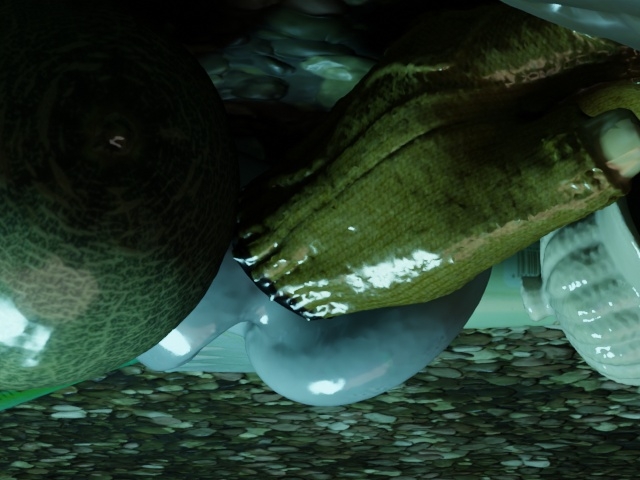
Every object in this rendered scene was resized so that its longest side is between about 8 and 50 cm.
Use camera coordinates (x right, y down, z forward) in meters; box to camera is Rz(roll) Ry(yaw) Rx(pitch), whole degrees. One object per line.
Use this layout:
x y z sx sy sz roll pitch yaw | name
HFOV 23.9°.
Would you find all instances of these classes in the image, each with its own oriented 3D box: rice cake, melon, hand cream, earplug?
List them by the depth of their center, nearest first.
-0.189 -0.029 0.955 0.248 0.248 0.329 14 162 -31 | melon
-0.032 0.014 1.140 0.325 0.214 0.175 5 137 13 | earplug
0.211 0.030 1.319 0.306 0.093 0.147 1 -163 -2 | hand cream
-0.081 0.107 1.613 0.198 0.037 0.189 0 160 2 | rice cake

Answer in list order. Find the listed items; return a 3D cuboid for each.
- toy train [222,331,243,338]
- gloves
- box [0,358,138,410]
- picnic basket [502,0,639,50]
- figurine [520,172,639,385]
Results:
-0.062 0.057 1.431 0.125 0.081 0.194 8 163 10 | toy train
0.101 -0.068 0.935 0.356 0.155 0.203 -22 -164 20 | gloves
-0.342 0.077 1.379 0.336 0.106 0.264 -19 155 10 | box
0.115 -0.231 0.439 0.337 0.337 0.293 -2 166 8 | picnic basket
0.329 0.022 1.169 0.332 0.185 0.204 8 124 -6 | figurine
